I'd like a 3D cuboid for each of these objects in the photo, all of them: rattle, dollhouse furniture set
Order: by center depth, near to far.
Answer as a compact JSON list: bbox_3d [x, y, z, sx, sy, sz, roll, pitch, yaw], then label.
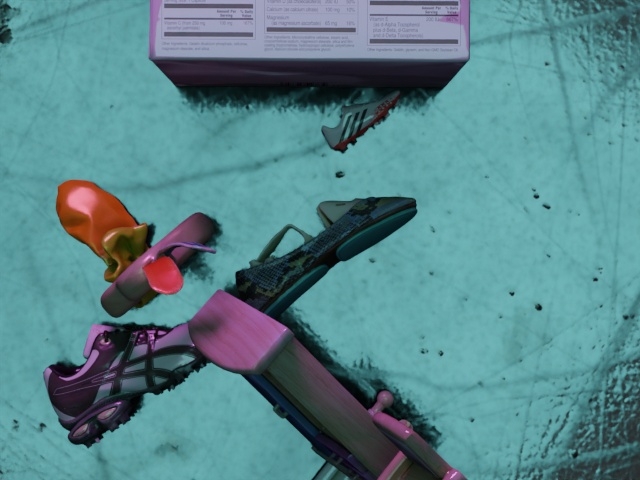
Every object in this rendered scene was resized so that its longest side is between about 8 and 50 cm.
[{"bbox_3d":[-0.074,0.240,1.132,0.303,0.286,0.198,-49,119,-10],"label":"dollhouse furniture set"},{"bbox_3d":[-0.167,-0.012,1.203,0.130,0.199,0.142,-25,90,-1],"label":"rattle"}]

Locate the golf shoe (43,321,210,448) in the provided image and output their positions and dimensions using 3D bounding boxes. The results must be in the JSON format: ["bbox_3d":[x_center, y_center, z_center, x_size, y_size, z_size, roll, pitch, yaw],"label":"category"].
[{"bbox_3d":[-0.166,0.104,1.265,0.198,0.077,0.094,-34,90,-2],"label":"golf shoe"}]

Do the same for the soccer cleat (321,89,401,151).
[{"bbox_3d":[0.039,-0.119,1.292,0.083,0.029,0.035,-39,94,4],"label":"soccer cleat"}]

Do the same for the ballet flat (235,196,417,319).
[{"bbox_3d":[0.000,0.000,1.276,0.188,0.070,0.070,-35,90,-4],"label":"ballet flat"}]

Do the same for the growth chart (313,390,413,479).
[{"bbox_3d":[0.088,0.283,1.294,0.237,0.021,0.172,44,90,0],"label":"growth chart"}]

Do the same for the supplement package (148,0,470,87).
[{"bbox_3d":[-0.009,-0.216,1.204,0.262,0.204,0.145,1,91,-1],"label":"supplement package"}]
